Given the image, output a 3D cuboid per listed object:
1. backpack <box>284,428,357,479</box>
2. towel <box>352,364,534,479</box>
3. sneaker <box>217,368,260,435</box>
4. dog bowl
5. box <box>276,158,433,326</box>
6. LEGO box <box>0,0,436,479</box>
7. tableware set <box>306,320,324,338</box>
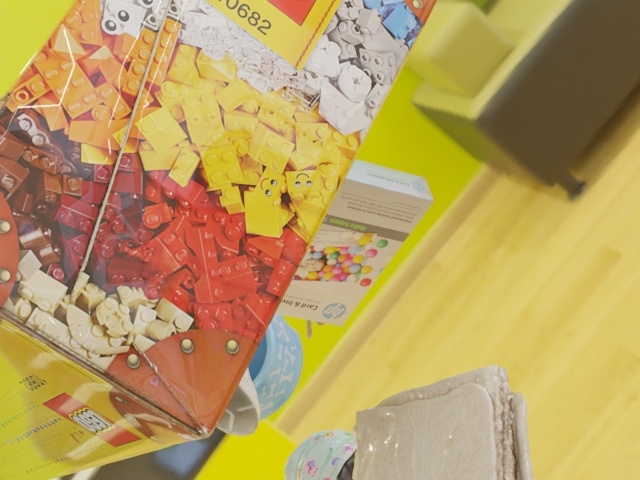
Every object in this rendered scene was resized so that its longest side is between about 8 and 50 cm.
[{"bbox_3d":[0.033,0.319,1.375,0.115,0.182,0.152,4,30,36],"label":"backpack"},{"bbox_3d":[0.086,0.243,0.846,0.187,0.049,0.282,-28,53,53],"label":"towel"},{"bbox_3d":[-0.085,0.116,1.051,0.054,0.152,0.061,-4,33,17],"label":"sneaker"},{"bbox_3d":[-0.128,0.085,1.447,0.166,0.074,0.297,-19,69,11],"label":"dog bowl"},{"bbox_3d":[0.000,0.000,1.102,0.186,0.145,0.038,-55,35,35],"label":"box"},{"bbox_3d":[-0.169,-0.030,0.864,0.500,0.193,0.372,-28,31,59],"label":"LEGO box"},{"bbox_3d":[0.013,0.046,1.774,0.039,0.194,0.128,7,29,21],"label":"tableware set"}]
